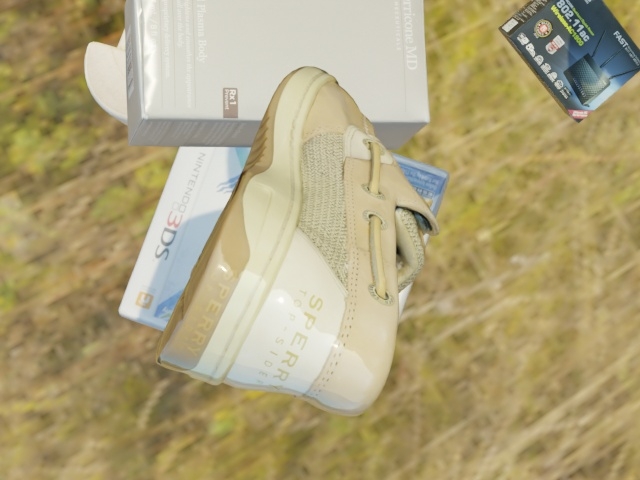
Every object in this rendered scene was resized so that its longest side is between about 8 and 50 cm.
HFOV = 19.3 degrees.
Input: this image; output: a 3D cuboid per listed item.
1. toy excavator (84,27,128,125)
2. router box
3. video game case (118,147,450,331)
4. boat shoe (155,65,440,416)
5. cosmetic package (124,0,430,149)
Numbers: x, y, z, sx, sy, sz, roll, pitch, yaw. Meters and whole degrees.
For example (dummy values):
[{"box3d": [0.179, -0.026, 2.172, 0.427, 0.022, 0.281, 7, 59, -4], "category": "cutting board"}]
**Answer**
[{"box3d": [0.003, -0.324, 1.658, 0.445, 0.222, 0.433, -11, 74, 19], "category": "toy excavator"}, {"box3d": [0.244, -0.187, 1.803, 0.122, 0.092, 0.038, 47, -177, -24], "category": "router box"}, {"box3d": [-0.044, 0.005, 2.294, 0.329, 0.300, 0.036, 19, 173, 8], "category": "video game case"}, {"box3d": [0.000, 0.000, 0.883, 0.098, 0.302, 0.109, 25, 108, -3], "category": "boat shoe"}, {"box3d": [-0.037, -0.143, 1.519, 0.107, 0.237, 0.127, 137, 130, -74], "category": "cosmetic package"}]
